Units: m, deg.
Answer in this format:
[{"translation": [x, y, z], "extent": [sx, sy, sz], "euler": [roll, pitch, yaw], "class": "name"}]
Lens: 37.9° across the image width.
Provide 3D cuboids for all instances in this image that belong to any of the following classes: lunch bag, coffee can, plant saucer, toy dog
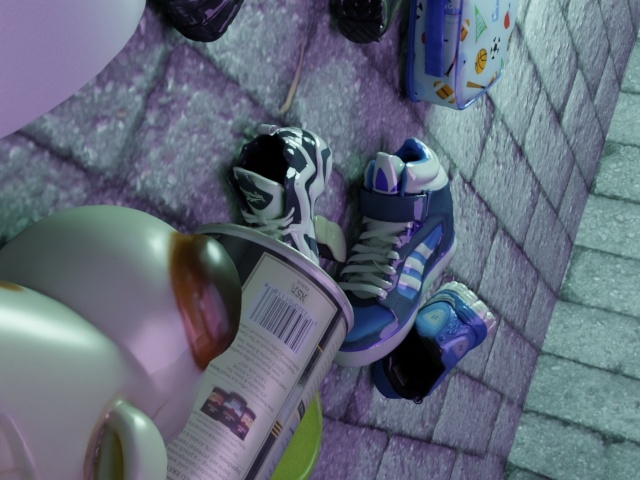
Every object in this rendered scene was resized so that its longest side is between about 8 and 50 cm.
[{"translation": [0.210, -0.360, 1.396], "extent": [0.243, 0.115, 0.303], "euler": [-40, 138, -45], "class": "lunch bag"}, {"translation": [-0.113, 0.150, 0.932], "extent": [0.275, 0.201, 0.201], "euler": [-60, 149, -28], "class": "coffee can"}, {"translation": [-0.061, 0.216, 1.149], "extent": [0.241, 0.037, 0.241], "euler": [26, 59, -54], "class": "plant saucer"}, {"translation": [-0.240, 0.102, 0.648], "extent": [0.408, 0.284, 0.395], "euler": [-26, 105, -57], "class": "toy dog"}]

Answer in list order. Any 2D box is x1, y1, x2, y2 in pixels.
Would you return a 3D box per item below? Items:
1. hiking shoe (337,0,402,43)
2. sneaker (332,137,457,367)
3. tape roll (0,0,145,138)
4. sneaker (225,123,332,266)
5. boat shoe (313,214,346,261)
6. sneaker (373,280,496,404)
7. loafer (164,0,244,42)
[{"translation": [0.075, -0.365, 1.185], "extent": [0.114, 0.086, 0.227], "euler": [-35, 140, -71], "class": "hiking shoe"}, {"translation": [0.082, -0.005, 1.337], "extent": [0.323, 0.130, 0.236], "euler": [-48, 133, -35], "class": "sneaker"}, {"translation": [-0.236, -0.137, 0.459], "extent": [0.286, 0.286, 0.100], "euler": [-52, 146, -38], "class": "tape roll"}, {"translation": [-0.061, -0.025, 1.065], "extent": [0.153, 0.094, 0.235], "euler": [22, 84, -62], "class": "sneaker"}, {"translation": [0.000, -0.002, 1.254], "extent": [0.133, 0.042, 0.049], "euler": [34, 53, -62], "class": "boat shoe"}, {"translation": [0.139, 0.180, 1.451], "extent": [0.147, 0.130, 0.330], "euler": [-37, 168, -28], "class": "sneaker"}, {"translation": [-0.084, -0.298, 0.896], "extent": [0.223, 0.076, 0.078], "euler": [-66, 160, -10], "class": "loafer"}]
